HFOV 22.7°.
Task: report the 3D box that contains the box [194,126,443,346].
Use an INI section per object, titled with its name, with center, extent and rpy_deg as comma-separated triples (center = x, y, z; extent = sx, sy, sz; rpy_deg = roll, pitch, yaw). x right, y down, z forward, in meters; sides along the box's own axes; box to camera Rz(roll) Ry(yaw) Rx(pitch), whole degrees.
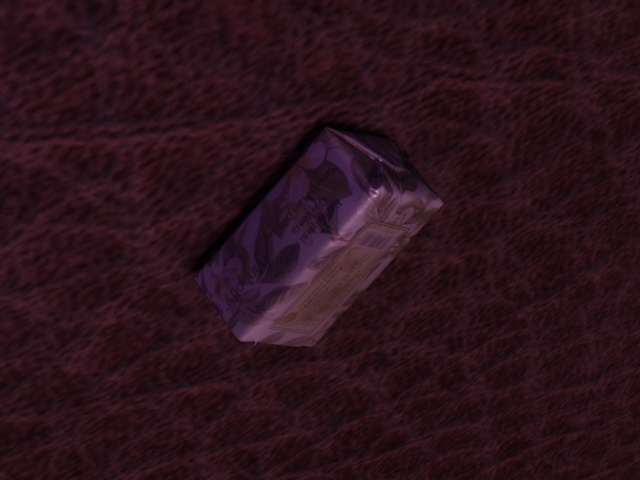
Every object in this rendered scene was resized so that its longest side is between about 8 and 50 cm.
[box]
center = 0.000, 0.000, 0.683
extent = 0.098, 0.045, 0.062
rpy_deg = -46, 152, 20
